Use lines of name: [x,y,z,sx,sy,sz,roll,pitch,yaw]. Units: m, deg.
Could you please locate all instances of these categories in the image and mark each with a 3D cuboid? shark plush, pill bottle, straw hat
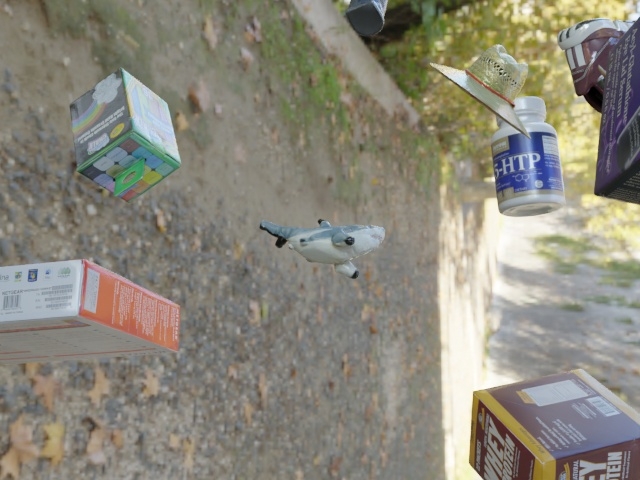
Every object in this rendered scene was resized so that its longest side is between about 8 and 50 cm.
shark plush: [0.000,0.000,1.073,0.067,0.161,0.073,-65,145,-38]
pill bottle: [0.348,-0.141,1.398,0.112,0.112,0.187,40,45,-73]
straw hat: [0.186,-0.171,0.871,0.061,0.144,0.144,-54,173,13]

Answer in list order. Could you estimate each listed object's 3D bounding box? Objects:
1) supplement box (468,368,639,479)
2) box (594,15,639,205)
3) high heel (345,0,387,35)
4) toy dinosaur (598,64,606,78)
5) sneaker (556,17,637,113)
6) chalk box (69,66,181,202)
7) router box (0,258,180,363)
supplement box: [0.345,0.301,1.189,0.191,0.194,0.129,-134,-140,-62]
box: [0.316,-0.125,0.660,0.207,0.108,0.153,105,-4,-72]
high heel: [0.023,-0.369,0.859,0.186,0.093,0.261,-77,152,-43]
toy dinosaur: [0.432,-0.136,1.060,0.064,0.112,0.211,-37,103,-28]
sneaker: [0.525,-0.280,1.374,0.106,0.281,0.163,163,-80,-72]
chalk box: [-0.339,-0.166,1.443,0.132,0.132,0.213,37,29,-51]
router box: [-0.432,0.119,1.262,0.301,0.335,0.082,47,40,-67]
